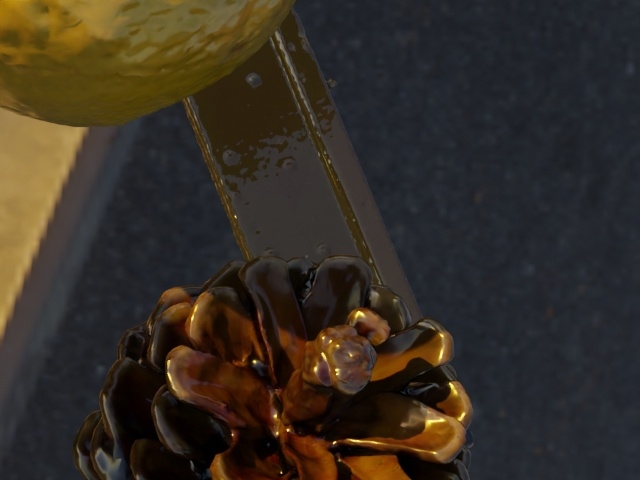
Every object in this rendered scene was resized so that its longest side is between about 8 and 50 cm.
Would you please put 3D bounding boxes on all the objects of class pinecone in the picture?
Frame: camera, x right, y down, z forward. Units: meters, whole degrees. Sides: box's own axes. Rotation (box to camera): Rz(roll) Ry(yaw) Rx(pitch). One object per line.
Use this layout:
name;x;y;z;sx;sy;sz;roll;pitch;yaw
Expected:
pinecone;-0.016;0.091;0.873;0.168;0.186;0.212;-43;166;-48

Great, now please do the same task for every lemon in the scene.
lemon;-0.094;-0.137;0.724;0.188;0.257;0.188;5;80;-28

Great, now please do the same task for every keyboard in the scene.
keyboard;0.000;0.000;1.162;0.101;0.018;0.309;-19;80;-19
